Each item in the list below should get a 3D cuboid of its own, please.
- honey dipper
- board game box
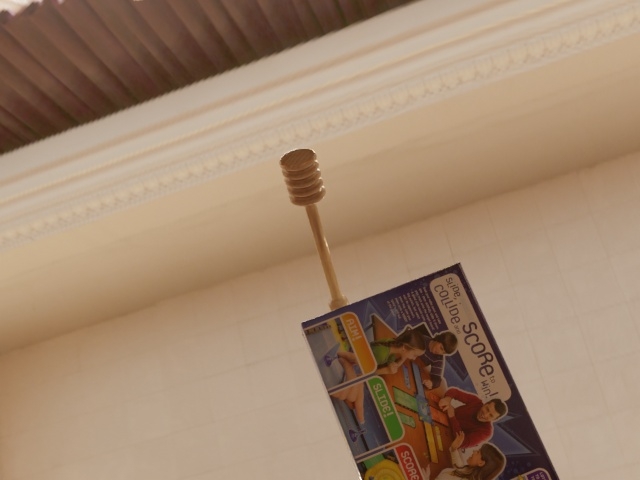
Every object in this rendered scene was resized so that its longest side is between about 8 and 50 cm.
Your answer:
[{"bbox_3d":[0.000,0.000,0.703,0.030,0.161,0.030,-11,-146,7],"label":"honey dipper"},{"bbox_3d":[0.083,0.132,0.646,0.136,0.035,0.201,-20,-107,-6],"label":"board game box"}]
